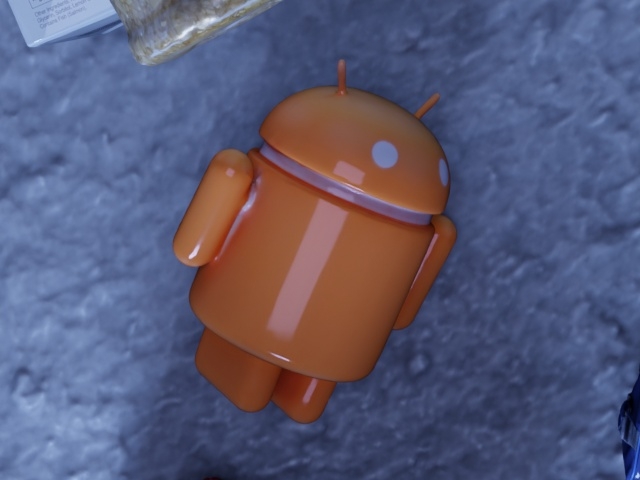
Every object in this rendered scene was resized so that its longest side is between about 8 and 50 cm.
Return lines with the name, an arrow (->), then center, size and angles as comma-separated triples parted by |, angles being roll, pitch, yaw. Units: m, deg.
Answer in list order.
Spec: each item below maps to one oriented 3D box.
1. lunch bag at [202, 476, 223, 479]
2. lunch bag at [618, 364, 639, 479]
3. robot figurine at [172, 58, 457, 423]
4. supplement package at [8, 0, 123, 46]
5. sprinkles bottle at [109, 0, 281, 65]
lunch bag -> -0.032, 0.300, 1.133 | 0.120, 0.258, 0.293 | -37, 94, 9
lunch bag -> 0.216, 0.117, 1.167 | 0.065, 0.098, 0.067 | 10, 104, 6
robot figurine -> -0.001, 0.000, 1.153 | 0.158, 0.128, 0.219 | 24, 99, 1
supplement package -> -0.112, -0.272, 1.087 | 0.198, 0.199, 0.262 | -22, 96, 8
sprinkles bottle -> -0.121, -0.266, 0.926 | 0.121, 0.121, 0.355 | -28, 95, 8
